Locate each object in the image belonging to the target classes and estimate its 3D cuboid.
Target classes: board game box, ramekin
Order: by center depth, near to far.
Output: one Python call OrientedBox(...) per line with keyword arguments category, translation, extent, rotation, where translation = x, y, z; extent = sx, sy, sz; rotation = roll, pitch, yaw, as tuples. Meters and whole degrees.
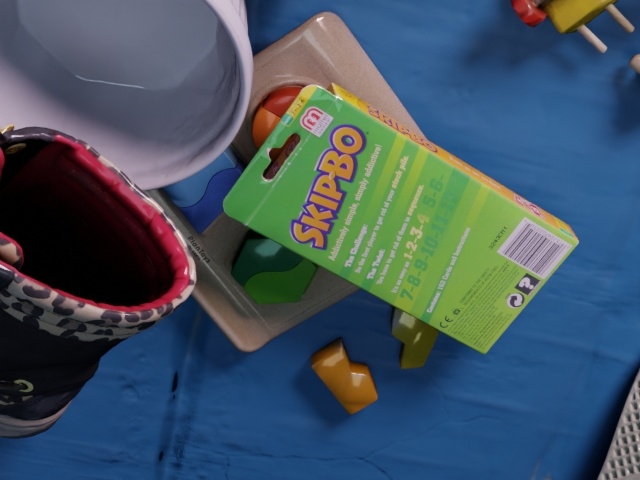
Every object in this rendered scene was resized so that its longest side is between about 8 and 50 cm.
OrientedBox(category="ramekin", translation=(-0.146, -0.145, 0.889), extent=(0.207, 0.109, 0.207), rotation=(2, 133, 2))
OrientedBox(category="board game box", translation=(0.061, -0.016, 0.984), extent=(0.259, 0.039, 0.124), rotation=(28, 112, -24))

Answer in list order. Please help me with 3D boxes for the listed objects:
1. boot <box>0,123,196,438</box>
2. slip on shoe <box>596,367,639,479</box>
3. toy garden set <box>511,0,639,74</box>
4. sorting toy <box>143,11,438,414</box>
OrientedBox(category="boot", translation=(-0.292, 0.001, 0.899), extent=(0.377, 0.138, 0.284), rotation=(33, 144, -20))
OrientedBox(category="slip on shoe", translation=(0.321, 0.174, 1.090), extent=(0.101, 0.123, 0.331), rotation=(5, 116, -40))
OrientedBox(category="toy garden set", translation=(0.279, -0.182, 0.927), extent=(0.244, 0.049, 0.203), rotation=(35, 124, -28))
OrientedBox(category="sorting toy", translation=(0.000, 0.000, 1.024), extent=(0.229, 0.041, 0.307), rotation=(-32, 112, 14))
